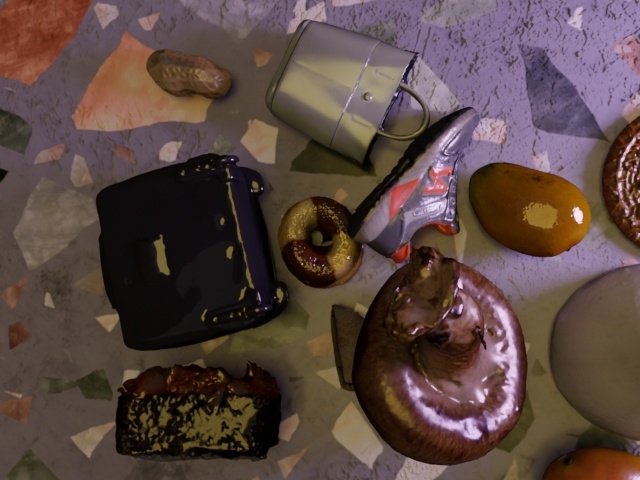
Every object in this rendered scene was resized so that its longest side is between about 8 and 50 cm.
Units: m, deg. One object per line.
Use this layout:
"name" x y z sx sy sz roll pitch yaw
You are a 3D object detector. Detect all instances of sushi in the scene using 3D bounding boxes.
"sushi" -0.241 0.335 1.182 0.344 0.196 0.181 0 68 7

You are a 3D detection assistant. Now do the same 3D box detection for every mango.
"mango" 0.367 -0.054 1.097 0.221 0.120 0.151 20 87 20
"mango" 0.502 0.442 1.025 0.255 0.139 0.175 14 101 5

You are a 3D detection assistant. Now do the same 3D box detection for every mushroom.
"mushroom" 0.217 0.165 0.997 0.334 0.331 0.356 29 131 -6

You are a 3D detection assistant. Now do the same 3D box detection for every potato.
"potato" 0.071 0.214 1.175 0.101 0.089 0.172 -6 52 -8

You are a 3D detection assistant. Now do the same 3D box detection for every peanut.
"peanut" -0.277 -0.345 1.274 0.194 0.083 0.093 20 77 14

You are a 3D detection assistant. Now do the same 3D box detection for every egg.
"egg" 0.562 0.186 0.998 0.337 0.201 0.337 -1 84 11

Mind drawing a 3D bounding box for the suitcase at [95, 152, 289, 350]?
"suitcase" -0.259 0.029 1.193 0.339 0.188 0.345 -14 85 10

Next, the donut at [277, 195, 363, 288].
"donut" 0.000 0.000 1.184 0.166 0.073 0.184 -7 80 -2

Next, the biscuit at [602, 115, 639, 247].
"biscuit" 0.660 -0.105 1.075 0.305 0.038 0.305 -1 86 12

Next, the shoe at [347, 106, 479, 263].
"shoe" 0.212 -0.089 1.132 0.171 0.132 0.336 42 83 -10

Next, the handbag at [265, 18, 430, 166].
"handbag" 0.067 -0.283 1.192 0.315 0.109 0.241 26 93 8
